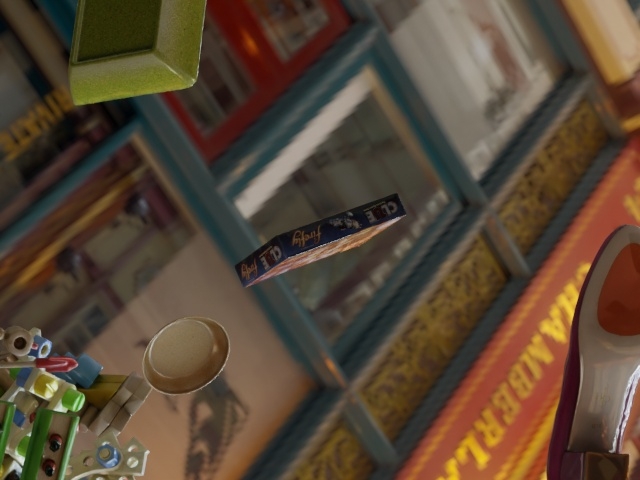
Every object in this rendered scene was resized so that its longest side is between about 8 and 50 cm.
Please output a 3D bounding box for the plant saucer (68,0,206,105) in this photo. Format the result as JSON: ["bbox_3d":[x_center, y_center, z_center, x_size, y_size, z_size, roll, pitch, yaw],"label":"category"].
[{"bbox_3d":[-0.219,-0.261,1.706,0.188,0.045,0.188,-5,-108,33],"label":"plant saucer"}]

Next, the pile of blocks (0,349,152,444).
[{"bbox_3d":[-0.445,0.251,2.316,0.362,0.149,0.113,-6,-150,24],"label":"pile of blocks"}]

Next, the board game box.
[{"bbox_3d":[0.000,0.000,2.389,0.243,0.042,0.165,-20,172,-32],"label":"board game box"}]

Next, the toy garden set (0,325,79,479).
[{"bbox_3d":[-0.352,0.160,1.467,0.049,0.244,0.204,10,-94,65],"label":"toy garden set"}]

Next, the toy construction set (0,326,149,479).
[{"bbox_3d":[-0.390,0.290,2.127,0.151,0.328,0.215,14,-116,35],"label":"toy construction set"}]

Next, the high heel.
[{"bbox_3d":[0.360,0.168,1.951,0.181,0.127,0.377,154,-51,-80],"label":"high heel"}]

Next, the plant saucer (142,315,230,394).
[{"bbox_3d":[-0.122,0.100,1.323,0.083,0.083,0.015,-35,-141,-5],"label":"plant saucer"}]
